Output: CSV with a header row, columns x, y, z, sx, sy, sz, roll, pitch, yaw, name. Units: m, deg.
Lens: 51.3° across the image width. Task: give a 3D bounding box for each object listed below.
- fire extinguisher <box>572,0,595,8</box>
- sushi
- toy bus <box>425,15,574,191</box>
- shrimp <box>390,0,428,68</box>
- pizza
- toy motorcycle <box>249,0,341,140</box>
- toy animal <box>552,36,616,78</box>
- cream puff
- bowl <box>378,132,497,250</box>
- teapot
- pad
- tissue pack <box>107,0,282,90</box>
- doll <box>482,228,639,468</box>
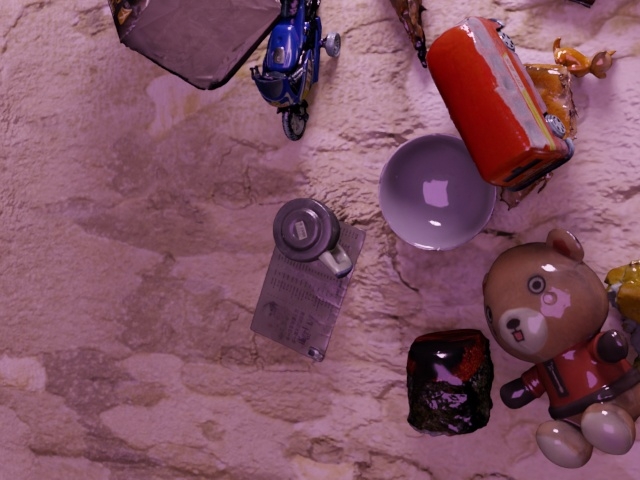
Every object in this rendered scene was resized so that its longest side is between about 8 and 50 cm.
x,y,z,sx,sy,sz,roll,pitch,yaw,name
0.362,-0.399,1.023,0.132,0.039,0.056,26,95,16,fire extinguisher
0.202,0.216,1.043,0.137,0.225,0.126,-10,90,15,sushi
0.249,-0.208,0.977,0.121,0.120,0.264,-36,68,42,toy bus
0.161,-0.419,1.080,0.117,0.066,0.261,-21,90,21,shrimp
0.332,-0.170,1.033,0.147,0.069,0.226,-15,85,40,pizza
-0.047,-0.326,1.109,0.113,0.169,0.315,8,98,20,toy motorcycle
0.402,-0.279,1.011,0.083,0.060,0.081,-15,91,29,toy animal
0.521,0.121,0.947,0.195,0.195,0.220,-25,90,21,cream puff
0.197,-0.081,1.090,0.189,0.086,0.188,3,98,21,bowl
0.002,-0.011,1.154,0.149,0.108,0.111,23,99,21,teapot
-0.029,0.078,1.230,0.160,0.009,0.264,22,102,17,pad
-0.225,-0.442,1.082,0.210,0.198,0.369,-46,47,22,tissue pack
0.365,0.154,0.985,0.329,0.174,0.235,67,150,17,doll
